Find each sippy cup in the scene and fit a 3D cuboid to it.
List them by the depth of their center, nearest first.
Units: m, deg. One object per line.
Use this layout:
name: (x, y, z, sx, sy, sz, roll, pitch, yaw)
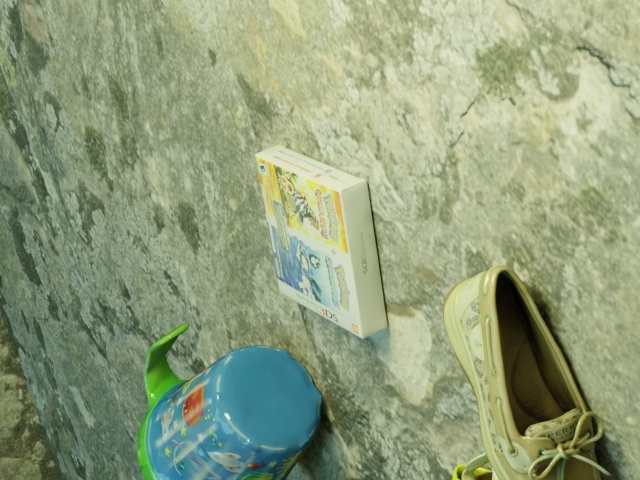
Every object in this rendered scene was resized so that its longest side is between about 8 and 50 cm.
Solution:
sippy cup: (-0.115, 0.265, 1.906, 0.224, 0.306, 0.240, -48, 25, 49)

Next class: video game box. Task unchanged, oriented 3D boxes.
video game box: (0.000, 0.000, 1.669, 0.187, 0.048, 0.205, 23, 131, 49)

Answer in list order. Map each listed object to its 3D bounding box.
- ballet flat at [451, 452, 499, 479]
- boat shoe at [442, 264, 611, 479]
ballet flat: (0.210, 0.271, 1.496, 0.231, 0.077, 0.077, 150, 112, -64)
boat shoe: (0.214, 0.164, 1.364, 0.285, 0.105, 0.089, 63, 155, 6)
